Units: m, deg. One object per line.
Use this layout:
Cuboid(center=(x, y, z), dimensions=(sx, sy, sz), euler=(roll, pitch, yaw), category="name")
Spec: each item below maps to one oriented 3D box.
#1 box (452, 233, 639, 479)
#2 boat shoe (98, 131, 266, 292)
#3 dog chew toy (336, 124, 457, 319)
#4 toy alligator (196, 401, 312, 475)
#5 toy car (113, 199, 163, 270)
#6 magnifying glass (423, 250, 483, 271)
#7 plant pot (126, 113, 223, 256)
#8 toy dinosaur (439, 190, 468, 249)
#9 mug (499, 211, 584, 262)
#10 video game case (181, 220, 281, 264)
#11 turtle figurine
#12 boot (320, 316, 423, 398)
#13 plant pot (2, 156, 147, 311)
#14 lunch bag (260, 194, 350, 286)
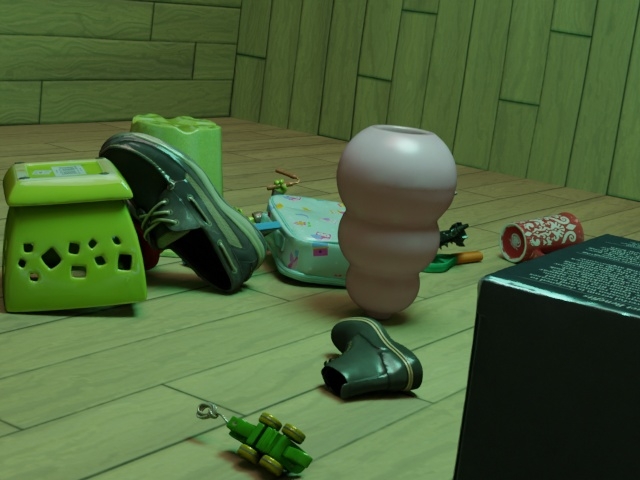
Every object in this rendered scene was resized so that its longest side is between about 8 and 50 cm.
Cuboid(center=(0.328, 0.173, 1.299), dimensions=(0.212, 0.293, 0.395), euler=(14, 14, 30), category="box")
Cuboid(center=(-0.246, -0.047, 2.035), dimensions=(0.355, 0.132, 0.130), euler=(40, 41, -13), category="boat shoe")
Cuboid(center=(0.120, -0.027, 1.994), dimensions=(0.207, 0.331, 0.206), euler=(6, 12, -1), category="dog chew toy")
Cuboid(center=(-0.071, 0.236, 1.365), dimensions=(0.190, 0.056, 0.051), euler=(17, -26, 42), category="toy alligator")
Cuboid(center=(-0.359, 0.000, 2.114), dimensions=(0.182, 0.159, 0.136), euler=(-5, 54, -46), category="toy car")
Cuboid(center=(0.269, 0.043, 2.494), dimensions=(0.231, 0.026, 0.092), euler=(-8, 18, -44), category="magnifying glass")
Cuboid(center=(-0.303, -0.121, 2.370), dimensions=(0.276, 0.254, 0.276), euler=(7, 12, -1), category="plant pot")
Cuboid(center=(0.191, -0.021, 2.466), dimensions=(0.218, 0.164, 0.322), euler=(-20, 24, -7), category="toy dinosaur")
Cuboid(center=(0.508, 0.001, 2.622), dimensions=(0.169, 0.113, 0.150), euler=(-5, 15, -33), category="mug")
Cuboid(center=(-0.170, 0.005, 2.210), dimensions=(0.166, 0.015, 0.119), euler=(-28, -14, 38), category="video game case")
Cuboid(center=(-0.087, -0.046, 2.501), dimensions=(0.217, 0.087, 0.269), euler=(-11, 53, -40), category="turtle figurine")
Cuboid(center=(0.037, 0.167, 1.688), dimensions=(0.137, 0.076, 0.198), euler=(-7, 17, -32), category="boot")
Cuboid(center=(-0.410, -0.019, 1.897), dimensions=(0.227, 0.207, 0.228), euler=(-5, 15, -16), category="plant pot")
Cuboid(center=(0.000, 0.000, 2.291), dimensions=(0.224, 0.108, 0.279), euler=(4, 19, -17), category="lunch bag")
